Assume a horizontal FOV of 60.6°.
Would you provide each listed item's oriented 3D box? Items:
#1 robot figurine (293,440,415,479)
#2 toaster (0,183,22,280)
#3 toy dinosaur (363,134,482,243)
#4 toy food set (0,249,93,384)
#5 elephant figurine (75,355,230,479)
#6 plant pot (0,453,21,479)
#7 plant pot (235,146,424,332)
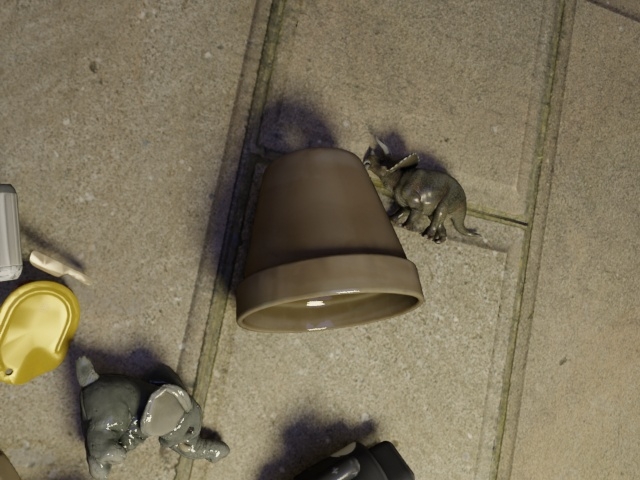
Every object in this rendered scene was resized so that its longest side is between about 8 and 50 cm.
[{"bbox_3d":[0.040,0.490,1.007,0.278,0.173,0.209,-24,91,-18],"label":"robot figurine"},{"bbox_3d":[-0.537,-0.005,0.842,0.129,0.226,0.147,-9,91,-43],"label":"toaster"},{"bbox_3d":[0.230,-0.085,1.133,0.313,0.121,0.161,22,94,-10],"label":"toy dinosaur"},{"bbox_3d":[-0.486,0.130,0.931,0.128,0.071,0.218,28,81,-41],"label":"toy food set"},{"bbox_3d":[-0.283,0.298,0.950,0.239,0.186,0.169,-7,45,-28],"label":"elephant figurine"},{"bbox_3d":[-0.544,0.404,0.875,0.108,0.109,0.096,-18,80,-17],"label":"plant pot"},{"bbox_3d":[0.000,0.000,0.984,0.322,0.323,0.281,-2,70,-17],"label":"plant pot"}]
